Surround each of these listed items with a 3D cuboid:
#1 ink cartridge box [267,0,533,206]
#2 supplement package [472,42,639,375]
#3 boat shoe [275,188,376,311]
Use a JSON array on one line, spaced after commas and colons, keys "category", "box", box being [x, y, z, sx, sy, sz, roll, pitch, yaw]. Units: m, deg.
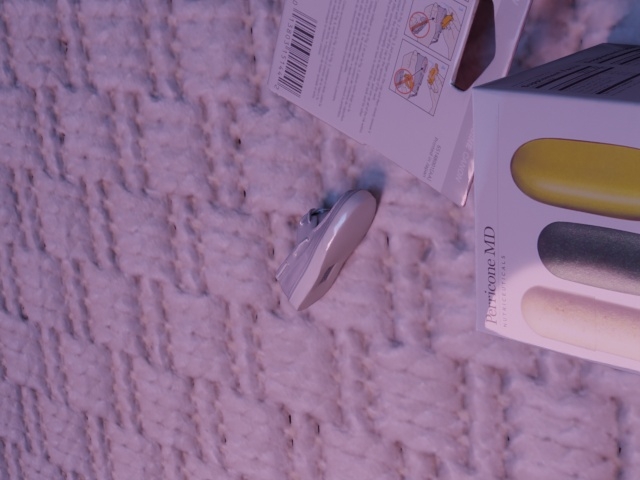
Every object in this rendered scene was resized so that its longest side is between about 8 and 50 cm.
[{"category": "ink cartridge box", "box": [0.086, -0.219, 0.991, 0.261, 0.066, 0.296, 35, 128, 29]}, {"category": "supplement package", "box": [0.274, -0.024, 0.794, 0.263, 0.198, 0.199, 13, 116, 40]}, {"category": "boat shoe", "box": [0.000, 0.000, 1.169, 0.063, 0.066, 0.184, 48, 142, 18]}]
